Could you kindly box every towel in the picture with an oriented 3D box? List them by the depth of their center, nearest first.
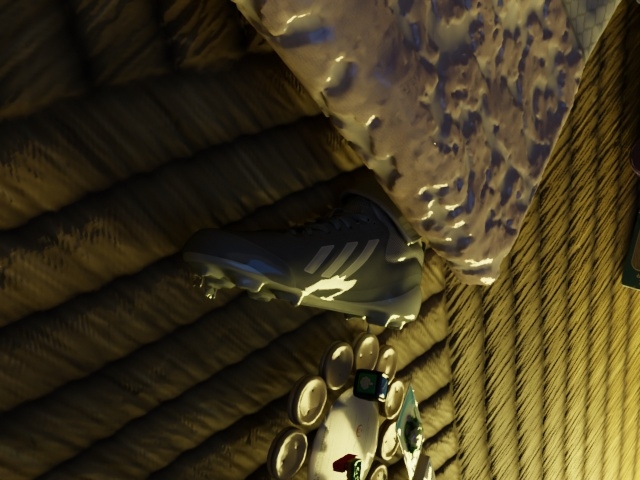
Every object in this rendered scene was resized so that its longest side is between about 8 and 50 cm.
[{"bbox_3d":[0.100,-0.180,0.406,0.332,0.053,0.317,45,67,-39],"label":"towel"}]

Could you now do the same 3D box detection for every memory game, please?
[{"bbox_3d":[0.017,0.163,0.485,0.186,0.012,0.186,-17,111,-51],"label":"memory game"}]

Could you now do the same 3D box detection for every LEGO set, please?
[{"bbox_3d":[0.041,0.221,0.502,0.182,0.060,0.244,-59,142,-45],"label":"LEGO set"}]

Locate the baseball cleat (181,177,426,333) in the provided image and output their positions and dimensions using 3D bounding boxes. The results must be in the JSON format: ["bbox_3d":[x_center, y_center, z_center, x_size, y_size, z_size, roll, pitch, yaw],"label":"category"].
[{"bbox_3d":[0.000,0.000,0.419,0.205,0.072,0.110,21,78,-46],"label":"baseball cleat"}]

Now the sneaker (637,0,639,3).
[{"bbox_3d":[0.371,-0.183,0.585,0.236,0.130,0.323,13,95,-1],"label":"sneaker"}]

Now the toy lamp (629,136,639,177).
[{"bbox_3d":[0.457,-0.093,0.744,0.274,0.080,0.080,0,105,-42],"label":"toy lamp"}]

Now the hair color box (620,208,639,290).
[{"bbox_3d":[0.570,0.028,0.811,0.347,0.173,0.105,-1,105,-39],"label":"hair color box"}]
